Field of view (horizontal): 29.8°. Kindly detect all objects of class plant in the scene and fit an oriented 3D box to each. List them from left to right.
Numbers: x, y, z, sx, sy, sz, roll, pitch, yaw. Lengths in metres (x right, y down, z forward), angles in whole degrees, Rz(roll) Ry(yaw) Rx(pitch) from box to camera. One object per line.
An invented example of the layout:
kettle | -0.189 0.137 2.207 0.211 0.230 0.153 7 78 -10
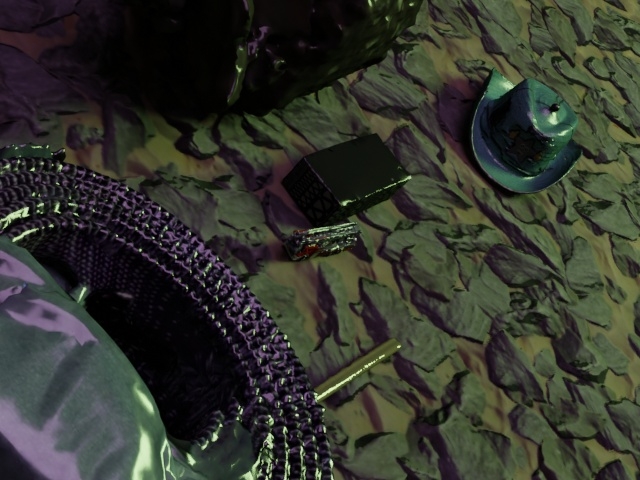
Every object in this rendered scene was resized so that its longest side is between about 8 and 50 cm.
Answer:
plant | -0.059 -0.223 1.032 0.215 0.213 0.312 53 42 4

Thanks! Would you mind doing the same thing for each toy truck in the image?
toy truck | 0.000 0.000 1.026 0.083 0.032 0.024 -10 68 -45

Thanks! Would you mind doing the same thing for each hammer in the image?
hammer | 0.019 0.103 0.937 0.028 0.060 0.195 51 35 9

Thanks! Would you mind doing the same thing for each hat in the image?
hat | 0.233 -0.129 1.310 0.138 0.078 0.191 42 39 -7

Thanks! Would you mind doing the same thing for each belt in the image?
belt | -0.134 0.094 0.756 0.325 0.122 0.260 49 32 1

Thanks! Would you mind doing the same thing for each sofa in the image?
sofa | 0.025 -0.056 1.092 0.118 0.039 0.060 -24 75 -50
